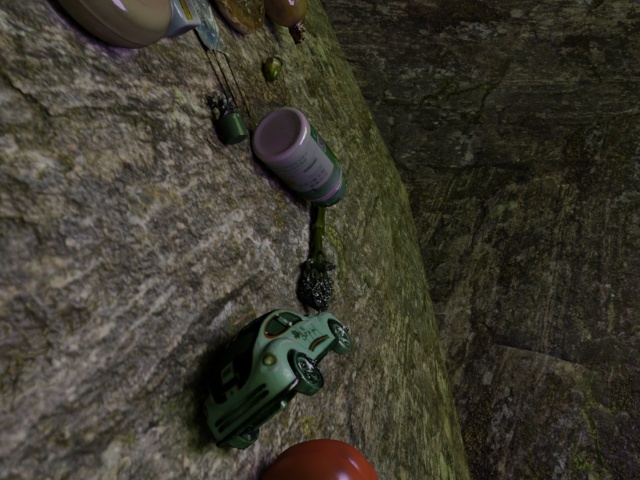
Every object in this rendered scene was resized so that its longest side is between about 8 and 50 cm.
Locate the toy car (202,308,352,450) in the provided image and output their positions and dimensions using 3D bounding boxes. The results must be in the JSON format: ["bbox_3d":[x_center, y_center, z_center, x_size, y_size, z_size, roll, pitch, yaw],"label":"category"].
[{"bbox_3d":[-0.058,0.164,0.663,0.125,0.136,0.306,50,15,6],"label":"toy car"}]

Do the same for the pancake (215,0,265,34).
[{"bbox_3d":[-0.237,-0.656,1.118,0.356,0.065,0.356,58,20,-34],"label":"pancake"}]

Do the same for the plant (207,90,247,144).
[{"bbox_3d":[-0.171,-0.230,0.872,0.102,0.051,0.051,66,17,3],"label":"plant"}]

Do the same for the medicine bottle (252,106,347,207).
[{"bbox_3d":[-0.034,-0.176,1.089,0.274,0.133,0.133,38,36,-59],"label":"medicine bottle"}]

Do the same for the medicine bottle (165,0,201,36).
[{"bbox_3d":[-0.252,-0.380,0.780,0.118,0.055,0.074,-68,137,-64],"label":"medicine bottle"}]

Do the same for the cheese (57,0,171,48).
[{"bbox_3d":[-0.290,-0.330,0.571,0.163,0.082,0.286,69,18,-1],"label":"cheese"}]

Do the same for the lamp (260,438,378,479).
[{"bbox_3d":[0.012,0.352,0.604,0.188,0.163,0.188,52,27,-41],"label":"lamp"}]

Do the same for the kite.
[{"bbox_3d":[-0.213,-0.402,0.991,0.310,0.015,0.169,65,17,-14],"label":"kite"}]

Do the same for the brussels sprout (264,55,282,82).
[{"bbox_3d":[-0.126,-0.455,1.256,0.051,0.046,0.083,49,27,-34],"label":"brussels sprout"}]

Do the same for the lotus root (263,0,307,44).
[{"bbox_3d":[-0.123,-0.766,1.426,0.343,0.151,0.169,62,20,-17],"label":"lotus root"}]

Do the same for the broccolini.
[{"bbox_3d":[0.004,0.003,1.100,0.392,0.074,0.079,-86,158,-49],"label":"broccolini"}]
